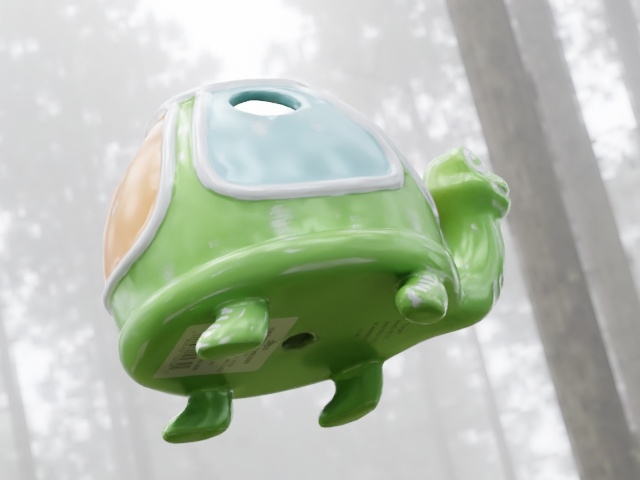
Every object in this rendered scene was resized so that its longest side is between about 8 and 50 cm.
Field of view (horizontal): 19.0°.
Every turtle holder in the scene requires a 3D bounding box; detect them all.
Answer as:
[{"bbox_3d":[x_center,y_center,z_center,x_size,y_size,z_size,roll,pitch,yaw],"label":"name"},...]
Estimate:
[{"bbox_3d":[-0.008,-0.006,1.420,0.320,0.227,0.243,-17,-25,0],"label":"turtle holder"}]
